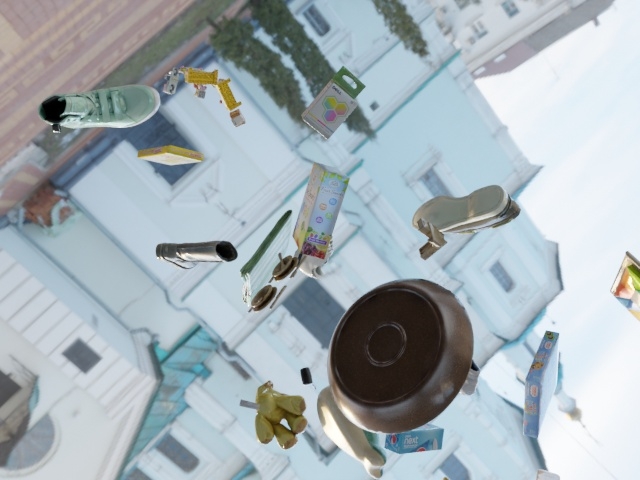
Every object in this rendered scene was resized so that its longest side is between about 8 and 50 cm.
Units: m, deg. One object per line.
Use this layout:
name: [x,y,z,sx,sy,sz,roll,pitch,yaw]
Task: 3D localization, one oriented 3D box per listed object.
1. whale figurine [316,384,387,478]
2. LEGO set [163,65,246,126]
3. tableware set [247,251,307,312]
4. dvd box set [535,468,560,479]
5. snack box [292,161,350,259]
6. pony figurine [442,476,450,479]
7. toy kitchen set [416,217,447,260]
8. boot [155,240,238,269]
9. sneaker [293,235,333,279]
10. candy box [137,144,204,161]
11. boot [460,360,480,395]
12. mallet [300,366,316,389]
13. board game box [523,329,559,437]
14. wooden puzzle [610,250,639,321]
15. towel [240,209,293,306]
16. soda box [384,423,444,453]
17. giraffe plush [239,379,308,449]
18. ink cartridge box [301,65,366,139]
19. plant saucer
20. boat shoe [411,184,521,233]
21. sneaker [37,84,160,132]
whale figurine: [0.105,0.502,1.566,0.141,0.216,0.272,-23,-132,-27]
LEGO set: [-0.348,-0.467,1.792,0.107,0.287,0.132,35,-79,49]
tableware set: [-0.127,0.107,1.536,0.128,0.039,0.194,-18,-149,52]
dvd box set: [0.467,0.708,1.235,0.062,0.307,0.420,7,179,22]
snack box: [-0.004,-0.079,1.421,0.174,0.070,0.207,-125,-129,-73]
pony figurine: [0.225,0.744,1.205,0.364,0.350,0.303,-30,174,-19]
toy kitchen set: [0.248,0.008,1.366,0.075,0.083,0.068,-43,-150,27]
boot: [-0.320,0.036,1.589,0.209,0.075,0.190,-8,172,21]
sneaker: [0.000,0.000,1.605,0.090,0.095,0.235,-37,152,-52]
candy box: [-0.421,-0.236,1.611,0.206,0.105,0.027,5,-96,50]
boot: [0.504,0.448,2.147,0.258,0.095,0.123,47,-49,50]
mallet: [-0.035,0.522,2.100,0.039,0.189,0.062,-16,-126,3]
board game box: [0.526,0.337,1.370,0.039,0.160,0.211,8,-152,32]
wooden puzzle: [0.935,0.171,1.665,0.044,0.238,0.221,-27,-129,-6]
towel: [-0.170,0.062,1.789,0.247,0.038,0.325,-55,172,-22]
soda box: [0.300,0.625,1.824,0.067,0.210,0.071,2,-98,50]
giraffe plush: [-0.140,0.521,1.774,0.181,0.210,0.170,-59,178,-4]
ink cartridge box: [0.047,-0.443,1.858,0.209,0.109,0.062,-47,-156,16]
plant saucer: [0.131,0.201,1.083,0.311,0.050,0.310,-22,-131,28]
boat shoe: [0.370,-0.065,1.498,0.305,0.091,0.109,-13,-122,51]
sneaker: [-0.504,-0.299,1.312,0.256,0.094,0.151,-10,-170,4]
